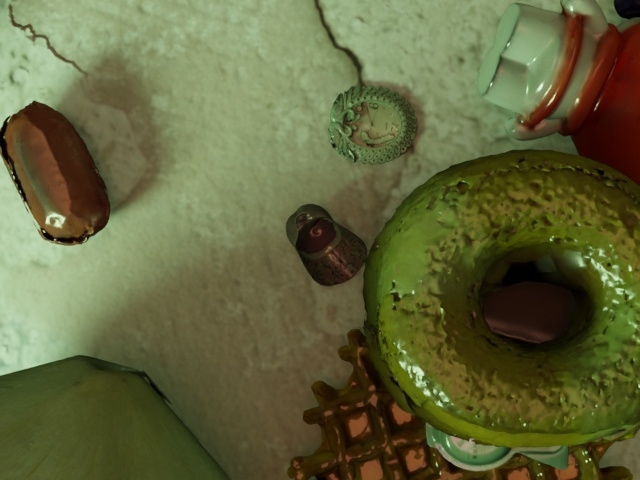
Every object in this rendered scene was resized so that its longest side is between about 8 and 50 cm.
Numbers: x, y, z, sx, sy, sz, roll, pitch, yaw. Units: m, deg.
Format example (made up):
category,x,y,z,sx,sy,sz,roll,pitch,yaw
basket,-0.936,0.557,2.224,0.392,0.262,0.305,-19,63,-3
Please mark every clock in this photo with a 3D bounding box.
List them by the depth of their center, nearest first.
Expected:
category,x,y,z,sx,sy,sz,roll,pitch,yaw
clock,0.049,-0.108,0.896,0.083,0.010,0.074,6,90,4

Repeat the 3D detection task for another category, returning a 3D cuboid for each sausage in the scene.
category,x,y,z,sx,sy,sz,roll,pitch,yaw
sausage,-0.247,-0.060,0.892,0.076,0.076,0.141,-29,85,4

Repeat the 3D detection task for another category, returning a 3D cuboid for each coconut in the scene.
category,x,y,z,sx,sy,sz,roll,pitch,yaw
coconut,-0.228,0.238,0.785,0.322,0.323,0.323,0,90,5

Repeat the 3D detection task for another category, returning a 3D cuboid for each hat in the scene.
category,x,y,z,sx,sy,sz,roll,pitch,yaw
hat,0.002,0.001,0.890,0.058,0.042,0.087,-44,120,11

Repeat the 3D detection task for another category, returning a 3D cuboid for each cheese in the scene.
category,x,y,z,sx,sy,sz,roll,pitch,yaw
cheese,0.150,0.163,0.813,0.120,0.026,0.067,1,87,6

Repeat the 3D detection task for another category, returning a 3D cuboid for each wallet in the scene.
category,x,y,z,sx,sy,sz,roll,pitch,yaw
wallet,0.175,0.021,0.845,0.118,0.039,0.153,17,66,9

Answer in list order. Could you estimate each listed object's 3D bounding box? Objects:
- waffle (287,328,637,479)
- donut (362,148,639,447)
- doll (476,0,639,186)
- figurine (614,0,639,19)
category,x,y,z,sx,sy,sz,roll,pitch,yaw
waffle,0.129,0.183,0.861,0.292,0.069,0.260,23,88,6
donut,0.166,0.048,0.751,0.272,0.107,0.272,0,86,6
doll,0.281,-0.115,0.813,0.290,0.130,0.161,17,113,-9
figurine,0.284,-0.397,0.807,0.193,0.154,0.421,-21,89,0
